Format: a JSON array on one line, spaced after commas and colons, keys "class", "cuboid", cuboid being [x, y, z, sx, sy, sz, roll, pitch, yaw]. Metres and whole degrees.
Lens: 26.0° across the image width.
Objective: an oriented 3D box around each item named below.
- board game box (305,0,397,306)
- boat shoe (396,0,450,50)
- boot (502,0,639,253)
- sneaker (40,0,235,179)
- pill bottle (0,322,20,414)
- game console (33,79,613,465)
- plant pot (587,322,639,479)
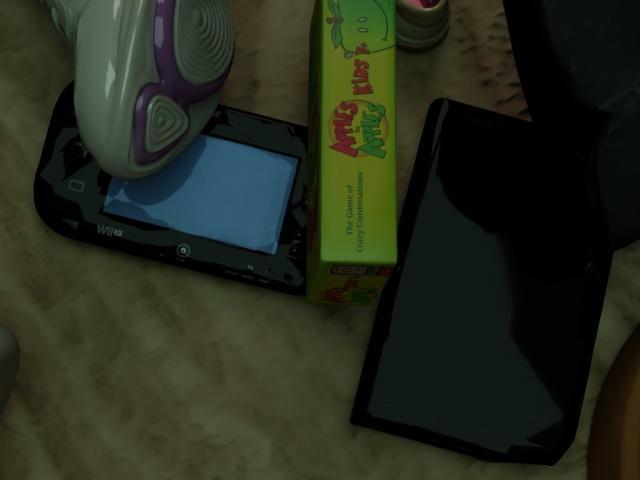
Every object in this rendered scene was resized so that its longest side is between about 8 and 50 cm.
[{"class": "board game box", "cuboid": [0.017, -0.061, 0.806, 0.043, 0.092, 0.181, 3, 72, -5]}, {"class": "boat shoe", "cuboid": [0.043, -0.210, 0.907, 0.063, 0.059, 0.170, -25, 79, -10]}, {"class": "boot", "cuboid": [0.353, -0.105, 0.826, 0.445, 0.146, 0.367, -28, 110, -8]}, {"class": "sneaker", "cuboid": [-0.135, -0.165, 0.853, 0.152, 0.114, 0.305, -10, 60, 15]}, {"class": "pill bottle", "cuboid": [-0.361, 0.032, 0.737, 0.361, 0.204, 0.204, 35, 76, 4]}, {"class": "game console", "cuboid": [0.000, 0.000, 0.860, 0.361, 0.044, 0.213, 14, 75, -1]}, {"class": "plant pot", "cuboid": [0.316, 0.128, 0.772, 0.291, 0.203, 0.290, 1, 77, -4]}]
